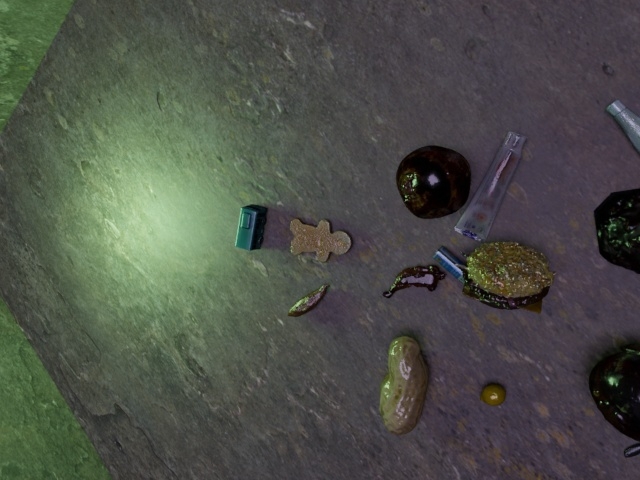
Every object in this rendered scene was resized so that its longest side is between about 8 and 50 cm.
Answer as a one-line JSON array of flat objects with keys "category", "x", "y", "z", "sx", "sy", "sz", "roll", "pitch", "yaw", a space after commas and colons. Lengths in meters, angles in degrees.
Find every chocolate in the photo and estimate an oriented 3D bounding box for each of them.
[{"category": "chocolate", "x": 0.827, "y": -0.017, "z": 1.059, "sx": 0.206, "sy": 0.177, "sz": 0.224, "roll": -8, "pitch": 94, "yaw": 24}]

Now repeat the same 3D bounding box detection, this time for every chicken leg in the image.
[{"category": "chicken leg", "x": 0.296, "y": 0.130, "z": 1.368, "sx": 0.218, "sy": 0.048, "sz": 0.090, "roll": -14, "pitch": 87, "yaw": 24}]

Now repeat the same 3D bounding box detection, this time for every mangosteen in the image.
[{"category": "mangosteen", "x": 0.845, "y": 0.370, "z": 1.086, "sx": 0.289, "sy": 0.231, "sz": 0.231, "roll": -41, "pitch": 78, "yaw": -5}]

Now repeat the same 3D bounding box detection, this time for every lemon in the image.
[{"category": "lemon", "x": 0.527, "y": 0.473, "z": 1.299, "sx": 0.083, "sy": 0.062, "sz": 0.062, "roll": -28, "pitch": 85, "yaw": 23}]

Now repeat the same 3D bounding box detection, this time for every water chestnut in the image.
[{"category": "water chestnut", "x": 0.339, "y": -0.176, "z": 1.250, "sx": 0.223, "sy": 0.238, "sz": 0.224, "roll": 34, "pitch": 148, "yaw": 25}]

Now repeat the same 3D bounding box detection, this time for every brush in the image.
[{"category": "brush", "x": 0.921, "y": 0.545, "z": 1.164, "sx": 0.193, "sy": 0.016, "sz": 0.063, "roll": -43, "pitch": 78, "yaw": 21}]

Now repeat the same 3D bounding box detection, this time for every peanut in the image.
[{"category": "peanut", "x": 0.267, "y": 0.464, "z": 1.370, "sx": 0.153, "sy": 0.140, "sz": 0.326, "roll": 7, "pitch": 97, "yaw": 39}]

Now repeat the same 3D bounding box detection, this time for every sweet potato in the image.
[{"category": "sweet potato", "x": -0.041, "y": 0.220, "z": 1.514, "sx": 0.206, "sy": 0.068, "sz": 0.060, "roll": -42, "pitch": 104, "yaw": 16}]

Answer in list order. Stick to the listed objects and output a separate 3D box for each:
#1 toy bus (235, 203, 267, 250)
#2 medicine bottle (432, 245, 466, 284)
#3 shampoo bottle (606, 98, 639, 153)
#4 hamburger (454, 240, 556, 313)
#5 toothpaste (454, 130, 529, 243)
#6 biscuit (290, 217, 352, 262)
[{"category": "toy bus", "x": -0.255, "y": -0.049, "z": 1.559, "sx": 0.079, "sy": 0.091, "sz": 0.160, "roll": 16, "pitch": 101, "yaw": 19}, {"category": "medicine bottle", "x": 0.431, "y": 0.095, "z": 1.306, "sx": 0.191, "sy": 0.051, "sz": 0.051, "roll": 44, "pitch": 110, "yaw": 13}, {"category": "shampoo bottle", "x": 0.825, "y": -0.286, "z": 1.103, "sx": 0.069, "sy": 0.041, "sz": 0.191, "roll": -42, "pitch": 79, "yaw": 26}, {"category": "hamburger", "x": 0.506, "y": 0.085, "z": 1.179, "sx": 0.261, "sy": 0.243, "sz": 0.139, "roll": 5, "pitch": 121, "yaw": 20}, {"category": "toothpaste", "x": 0.505, "y": -0.153, "z": 1.244, "sx": 0.100, "sy": 0.066, "sz": 0.324, "roll": 25, "pitch": 109, "yaw": 14}, {"category": "biscuit", "x": 0.000, "y": 0.000, "z": 1.489, "sx": 0.234, "sy": 0.030, "sz": 0.153, "roll": 4, "pitch": 98, "yaw": 22}]
